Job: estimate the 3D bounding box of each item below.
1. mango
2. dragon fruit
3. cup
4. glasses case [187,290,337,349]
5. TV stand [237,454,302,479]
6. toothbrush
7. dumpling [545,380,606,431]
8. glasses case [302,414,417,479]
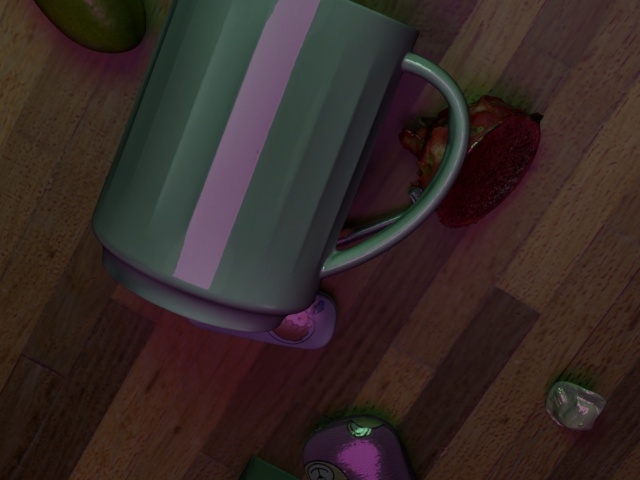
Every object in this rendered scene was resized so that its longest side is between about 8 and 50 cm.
[{"bbox_3d":[-0.256,-0.331,1.086,0.146,0.129,0.289,-4,113,-3],"label":"mango"},{"bbox_3d":[0.148,-0.104,1.145,0.111,0.153,0.153,45,111,26],"label":"dragon fruit"},{"bbox_3d":[-0.032,-0.081,1.067,0.322,0.237,0.327,22,100,6],"label":"cup"},{"bbox_3d":[-0.069,0.079,1.251,0.178,0.045,0.067,11,103,2],"label":"glasses case"},{"bbox_3d":[-0.114,0.403,1.349,0.088,0.083,0.270,28,108,-3],"label":"TV stand"},{"bbox_3d":[0.001,0.003,1.210,0.321,0.023,0.031,-24,96,4],"label":"toothbrush"},{"bbox_3d":[0.289,0.192,1.250,0.057,0.076,0.052,18,86,-5],"label":"dumpling"},{"bbox_3d":[0.075,0.354,1.315,0.123,0.076,0.316,-17,106,11],"label":"glasses case"}]
